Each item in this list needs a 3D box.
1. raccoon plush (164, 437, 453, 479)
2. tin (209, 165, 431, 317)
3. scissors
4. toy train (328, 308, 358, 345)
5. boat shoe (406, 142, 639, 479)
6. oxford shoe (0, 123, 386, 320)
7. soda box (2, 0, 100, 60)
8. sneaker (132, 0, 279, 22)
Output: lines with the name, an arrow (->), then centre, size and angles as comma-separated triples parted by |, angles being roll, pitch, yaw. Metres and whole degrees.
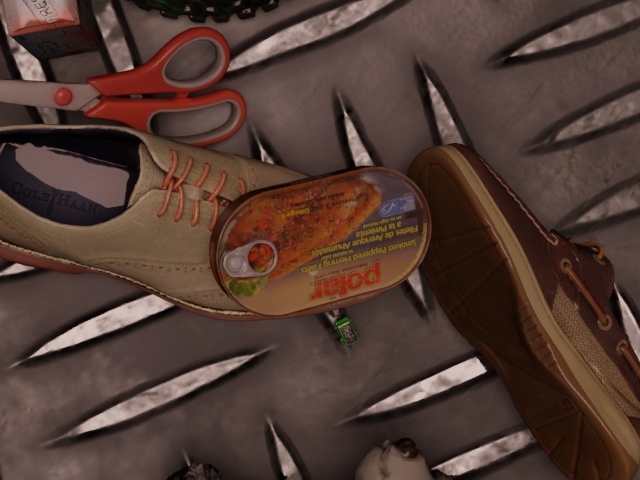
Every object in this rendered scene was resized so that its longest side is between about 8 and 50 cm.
raccoon plush -> -0.017, 0.367, 1.259 | 0.299, 0.216, 0.446 | 10, 121, -18
tin -> 0.000, 0.000, 1.173 | 0.190, 0.040, 0.106 | -14, 99, -19
scissors -> -0.202, -0.113, 1.209 | 0.297, 0.021, 0.109 | -13, 118, -23
toy train -> 0.011, 0.058, 1.287 | 0.017, 0.024, 0.083 | -28, 94, -3
boat shoe -> 0.202, 0.053, 1.270 | 0.123, 0.123, 0.342 | -32, 89, -32
oxford shoe -> -0.114, -0.018, 1.203 | 0.397, 0.146, 0.140 | 6, 75, -6
soda box -> -0.223, -0.192, 1.180 | 0.058, 0.183, 0.063 | -10, 91, -4
sneaker -> -0.034, -0.298, 1.236 | 0.343, 0.134, 0.146 | -20, 68, 0
